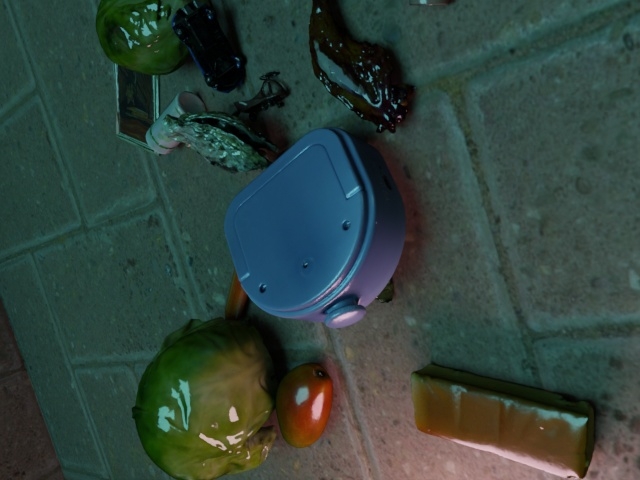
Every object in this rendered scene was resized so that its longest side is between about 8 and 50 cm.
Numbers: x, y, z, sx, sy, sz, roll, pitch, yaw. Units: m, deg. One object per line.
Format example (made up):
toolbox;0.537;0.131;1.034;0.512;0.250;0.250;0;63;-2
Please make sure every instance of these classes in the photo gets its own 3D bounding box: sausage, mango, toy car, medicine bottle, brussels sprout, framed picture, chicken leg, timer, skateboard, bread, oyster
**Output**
sausage;-0.201;0.087;1.686;0.053;0.053;0.347;37;128;27
mango;-0.042;0.425;1.618;0.146;0.129;0.289;28;132;30
toy car;-0.255;-0.439;1.483;0.063;0.103;0.216;31;156;56
medicine bottle;-0.378;-0.304;1.683;0.183;0.086;0.086;-32;82;45
brussels sprout;-0.306;0.422;1.681;0.343;0.361;0.425;23;125;43
framed picture;-0.525;-0.395;1.835;0.217;0.016;0.273;24;120;35
chicken leg;0.040;-0.382;1.266;0.158;0.096;0.406;-32;81;40
brussels sprout;-0.397;-0.513;1.543;0.272;0.210;0.219;-23;72;26
timer;0.000;0.000;1.309;0.395;0.173;0.394;-12;71;37
skateboard;-0.138;-0.328;1.478;0.151;0.067;0.080;-13;86;39
bread;0.347;0.343;1.257;0.362;0.077;0.138;6;108;42
oyster;-0.223;-0.227;1.494;0.268;0.198;0.112;18;82;37

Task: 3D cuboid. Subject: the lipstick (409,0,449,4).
lipstick;0.188;-0.530;1.086;0.070;0.070;0.254;16;116;38

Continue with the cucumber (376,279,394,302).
cucumber;0.077;0.047;1.402;0.193;0.086;0.115;37;129;35
